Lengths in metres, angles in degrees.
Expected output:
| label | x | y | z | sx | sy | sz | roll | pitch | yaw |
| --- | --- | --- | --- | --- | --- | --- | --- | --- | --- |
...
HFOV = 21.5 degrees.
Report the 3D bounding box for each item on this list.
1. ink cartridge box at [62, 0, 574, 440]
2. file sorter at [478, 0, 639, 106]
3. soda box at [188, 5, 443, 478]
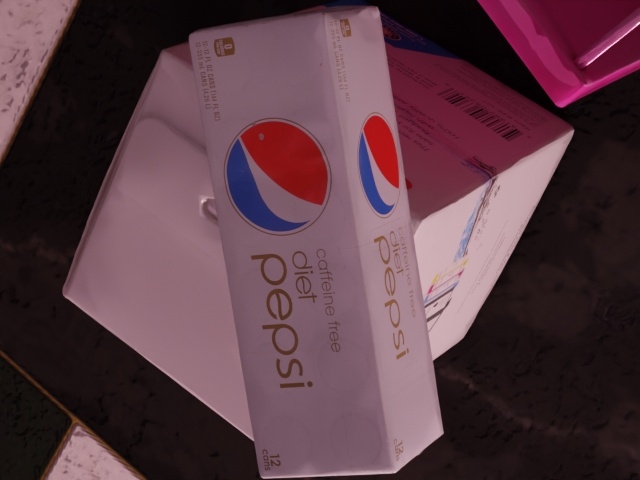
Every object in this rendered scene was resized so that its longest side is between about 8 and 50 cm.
| label | x | y | z | sx | sy | sz | roll | pitch | yaw |
| --- | --- | --- | --- | --- | --- | --- | --- | --- | --- |
| ink cartridge box | 0.003 | -0.017 | 0.972 | 0.171 | 0.233 | 0.168 | 34 | 118 | 17 |
| file sorter | 0.133 | -0.250 | 0.852 | 0.182 | 0.202 | 0.290 | -39 | 84 | 30 |
| soda box | 0.000 | 0.000 | 0.803 | 0.074 | 0.069 | 0.216 | -6 | 98 | 25 |
